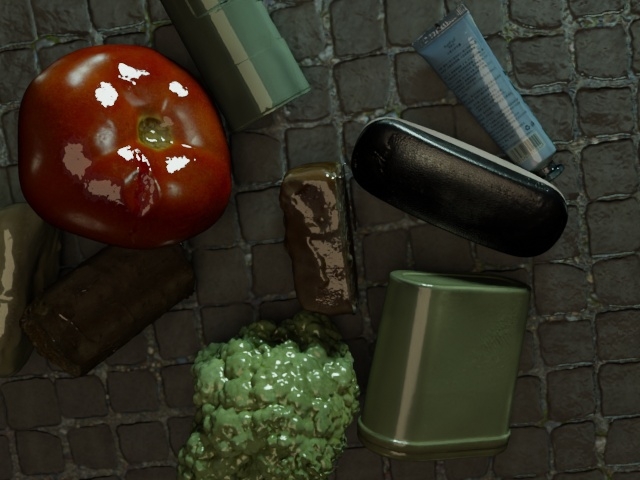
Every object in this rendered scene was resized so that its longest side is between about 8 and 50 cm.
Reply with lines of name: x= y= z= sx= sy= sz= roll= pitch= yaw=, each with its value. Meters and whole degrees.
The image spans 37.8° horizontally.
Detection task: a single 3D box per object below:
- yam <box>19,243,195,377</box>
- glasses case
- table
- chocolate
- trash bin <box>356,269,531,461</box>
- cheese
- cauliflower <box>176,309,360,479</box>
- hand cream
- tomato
yam: x=-0.298 y=0.086 z=1.307 sx=0.129 sy=0.238 sz=0.128 roll=26 pitch=137 yaw=25
glasses case: x=0.192 y=-0.074 z=1.307 sx=0.314 sy=0.075 sz=0.122 roll=23 pitch=122 yaw=3
table: x=-0.118 y=-0.271 z=1.270 sx=0.126 sy=0.126 sz=0.220 roll=-28 pitch=99 yaw=9
chocolate: x=0.000 y=0.000 z=1.312 sx=0.093 sy=0.148 sz=0.214 roll=-4 pitch=100 yaw=10
trash bin: x=0.177 y=0.172 z=1.320 sx=0.243 sy=0.121 sz=0.248 roll=2 pitch=101 yaw=-29
cheese: x=-0.497 y=0.072 z=1.342 sx=0.251 sy=0.173 sz=0.248 roll=-3 pitch=93 yaw=3
cauliflower: x=-0.085 y=0.250 z=1.329 sx=0.260 sy=0.327 sz=0.281 roll=40 pitch=147 yaw=9
hand cream: x=0.244 y=-0.195 z=1.302 sx=0.091 sy=0.058 sz=0.271 roll=-37 pitch=94 yaw=24
tomato: x=-0.263 y=-0.115 z=1.249 sx=0.299 sy=0.298 sz=0.226 roll=50 pitch=141 yaw=-7
